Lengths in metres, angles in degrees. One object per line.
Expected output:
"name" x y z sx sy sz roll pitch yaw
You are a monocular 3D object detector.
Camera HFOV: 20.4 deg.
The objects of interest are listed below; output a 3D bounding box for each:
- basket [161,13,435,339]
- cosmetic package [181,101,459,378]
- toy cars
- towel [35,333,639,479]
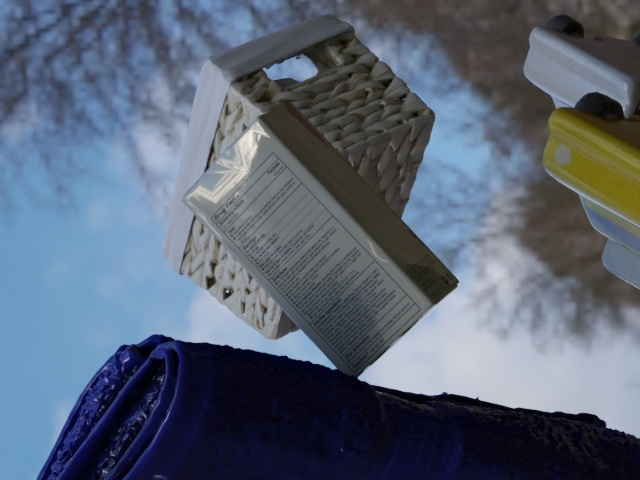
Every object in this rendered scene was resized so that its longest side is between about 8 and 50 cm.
"basket" -0.014 -0.035 1.089 0.113 0.103 0.167 -25 -35 -37
"cosmetic package" 0.000 0.000 0.799 0.115 0.060 0.041 48 -154 4
"toy cars" 0.188 -0.043 0.979 0.393 0.176 0.087 -77 8 -72
"towel" 0.000 0.150 0.854 0.308 0.227 0.076 15 -149 -33
